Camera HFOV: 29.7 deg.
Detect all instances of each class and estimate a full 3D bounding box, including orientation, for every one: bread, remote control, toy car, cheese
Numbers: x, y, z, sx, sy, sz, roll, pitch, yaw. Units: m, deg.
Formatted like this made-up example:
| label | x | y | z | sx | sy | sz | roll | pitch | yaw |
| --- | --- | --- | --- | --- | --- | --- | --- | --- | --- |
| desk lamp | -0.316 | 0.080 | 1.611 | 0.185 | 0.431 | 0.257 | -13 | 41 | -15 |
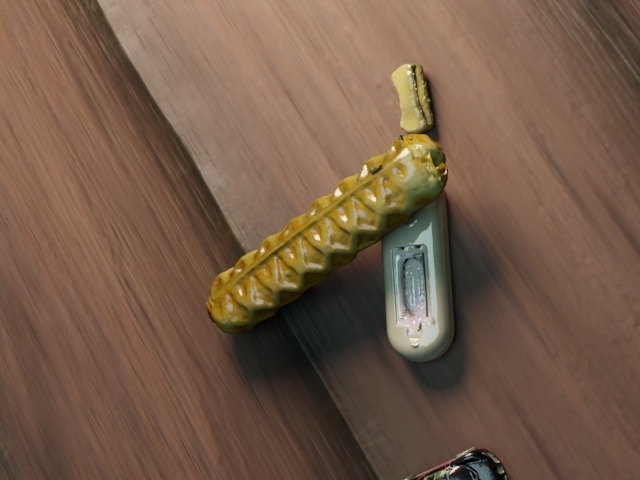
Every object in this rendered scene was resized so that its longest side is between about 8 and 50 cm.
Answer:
| label | x | y | z | sx | sy | sz | roll | pitch | yaw |
| --- | --- | --- | --- | --- | --- | --- | --- | --- | --- |
| bread | 0.000 | -0.001 | 1.393 | 0.367 | 0.077 | 0.084 | -36 | 75 | 28 |
| remote control | 0.108 | 0.029 | 1.384 | 0.078 | 0.042 | 0.221 | -7 | 82 | 26 |
| toy car | 0.140 | 0.282 | 1.345 | 0.142 | 0.055 | 0.069 | -30 | 78 | 22 |
| cheese | 0.105 | -0.164 | 1.407 | 0.044 | 0.030 | 0.083 | -14 | 85 | 45 |
